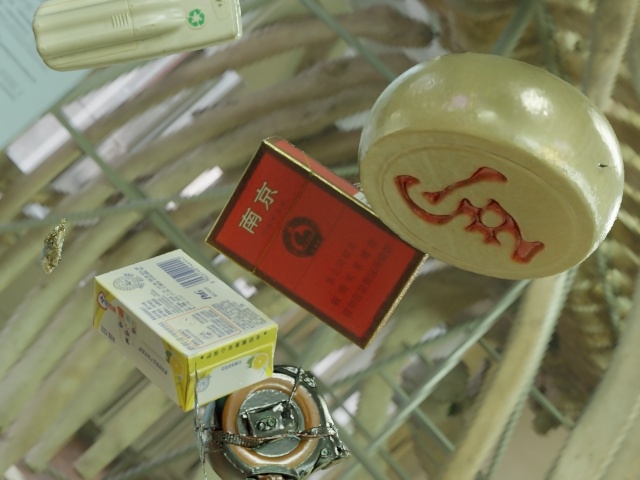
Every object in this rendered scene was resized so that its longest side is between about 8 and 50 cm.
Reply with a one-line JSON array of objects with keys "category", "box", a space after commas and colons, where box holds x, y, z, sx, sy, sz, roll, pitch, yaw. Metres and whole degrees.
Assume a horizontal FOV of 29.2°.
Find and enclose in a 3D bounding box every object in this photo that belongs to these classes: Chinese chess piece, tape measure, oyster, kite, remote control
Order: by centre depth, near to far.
[{"category": "kite", "box": [-0.119, 0.180, 1.195, 0.090, 0.004, 0.122, 141, -55, -74]}, {"category": "Chinese chess piece", "box": [0.169, -0.069, 1.232, 0.273, 0.102, 0.273, 17, -30, 10]}, {"category": "remote control", "box": [-0.204, -0.245, 1.360, 0.049, 0.230, 0.090, -40, 119, -81]}, {"category": "oyster", "box": [-0.412, 0.010, 1.897, 0.034, 0.051, 0.093, 19, 38, -15]}, {"category": "tape measure", "box": [-0.082, 0.303, 1.971, 0.202, 0.223, 0.135, 66, -27, 16]}]

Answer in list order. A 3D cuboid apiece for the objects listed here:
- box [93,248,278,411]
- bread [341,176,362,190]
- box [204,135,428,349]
[{"category": "box", "box": [-0.208, 0.128, 1.848, 0.265, 0.168, 0.097, 32, -50, 39]}, {"category": "bread", "box": [-0.002, -0.047, 1.971, 0.160, 0.160, 0.073, -140, -144, -63]}, {"category": "box", "box": [0.000, 0.000, 1.481, 0.240, 0.153, 0.074, 34, 22, 8]}]
